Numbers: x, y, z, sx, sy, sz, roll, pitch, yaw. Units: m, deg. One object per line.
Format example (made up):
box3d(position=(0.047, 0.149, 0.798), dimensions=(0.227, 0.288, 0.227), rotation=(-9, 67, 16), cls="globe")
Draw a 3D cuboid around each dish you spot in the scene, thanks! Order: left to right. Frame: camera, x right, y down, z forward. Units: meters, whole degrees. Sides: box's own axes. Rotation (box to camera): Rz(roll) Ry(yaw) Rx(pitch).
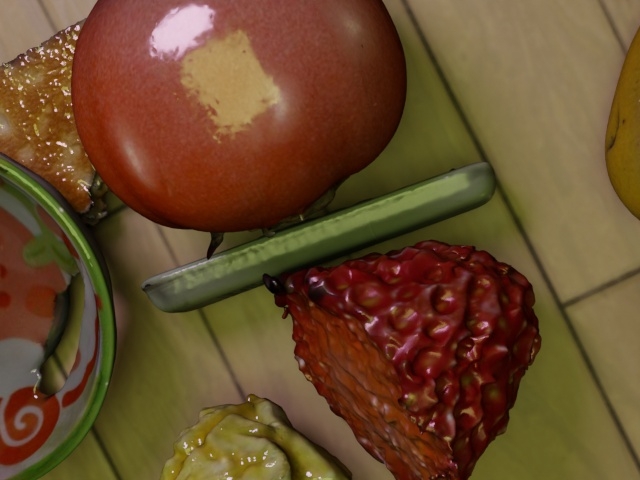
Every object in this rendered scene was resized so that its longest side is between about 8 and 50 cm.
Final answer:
box3d(position=(-0.320, 0.053, 0.957), dimensions=(0.324, 0.124, 0.324), rotation=(2, 106, 6), cls="dish")

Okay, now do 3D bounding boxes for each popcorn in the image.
box3d(position=(-0.053, 0.230, 0.911), dimensions=(0.185, 0.187, 0.167), rotation=(32, 99, -12), cls="popcorn")

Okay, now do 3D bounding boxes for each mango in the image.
box3d(position=(0.291, -0.099, 0.868), dimensions=(0.137, 0.098, 0.195), rotation=(-9, 87, 23), cls="mango")

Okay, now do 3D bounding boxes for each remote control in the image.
box3d(position=(0.000, -0.001, 0.923), dimensions=(0.310, 0.090, 0.038), rotation=(-20, 84, 10), cls="remote control")

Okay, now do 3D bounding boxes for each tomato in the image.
box3d(position=(-0.064, -0.121, 0.841), dimensions=(0.256, 0.256, 0.224), rotation=(-25, 110, 10), cls="tomato")

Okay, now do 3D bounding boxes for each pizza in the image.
box3d(position=(-0.216, -0.125, 0.957), dimensions=(0.185, 0.052, 0.195), rotation=(40, 104, 3), cls="pizza")

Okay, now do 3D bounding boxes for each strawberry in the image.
box3d(position=(0.083, 0.080, 0.896), dimensions=(0.178, 0.234, 0.234), rotation=(-34, 91, -20), cls="strawberry")
